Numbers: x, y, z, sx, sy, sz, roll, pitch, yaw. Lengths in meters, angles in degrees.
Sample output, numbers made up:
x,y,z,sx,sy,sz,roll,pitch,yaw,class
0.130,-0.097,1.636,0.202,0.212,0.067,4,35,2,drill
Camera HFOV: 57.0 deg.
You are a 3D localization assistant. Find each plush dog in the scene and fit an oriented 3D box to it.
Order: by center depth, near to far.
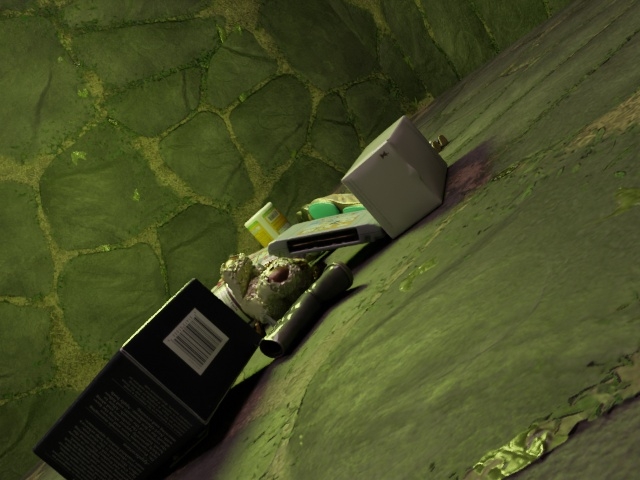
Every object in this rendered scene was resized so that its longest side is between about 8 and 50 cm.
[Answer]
x,y,z,sx,sy,sz,roll,pitch,yaw,class
-0.098,0.121,1.548,0.263,0.210,0.225,8,27,44,plush dog

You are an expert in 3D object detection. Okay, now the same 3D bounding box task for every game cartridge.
x,y,z,sx,sy,sz,roll,pitch,yaw,class
0.033,-0.023,1.507,0.298,0.062,0.198,-11,16,20,game cartridge

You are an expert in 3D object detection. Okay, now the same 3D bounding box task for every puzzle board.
x,y,z,sx,sy,sz,roll,pitch,yaw,class
-0.267,0.406,1.210,0.096,0.011,0.128,-42,7,-4,puzzle board

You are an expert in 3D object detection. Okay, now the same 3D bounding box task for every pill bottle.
x,y,z,sx,sy,sz,roll,pitch,yaw,class
-0.255,0.207,1.723,0.302,0.169,0.169,-41,7,5,pill bottle
-0.160,-0.013,2.251,0.136,0.245,0.136,-41,7,6,pill bottle

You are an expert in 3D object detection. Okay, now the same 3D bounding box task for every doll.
x,y,z,sx,sy,sz,roll,pitch,yaw,class
0.360,-0.307,2.049,0.129,0.046,0.189,-43,7,-22,doll

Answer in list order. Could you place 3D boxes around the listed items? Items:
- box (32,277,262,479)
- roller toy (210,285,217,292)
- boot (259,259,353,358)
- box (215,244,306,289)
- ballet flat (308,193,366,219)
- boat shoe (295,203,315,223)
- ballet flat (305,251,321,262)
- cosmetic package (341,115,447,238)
x,y,z,sx,sy,sz,roll,pitch,yaw,class
-0.357,0.323,1.244,0.395,0.212,0.293,-45,5,28,box
-0.354,0.266,1.999,0.209,0.146,0.191,-55,5,-39,roller toy
-0.033,0.149,1.261,0.208,0.076,0.189,-38,-11,-37,boot
-0.181,0.076,1.877,0.294,0.057,0.201,-27,16,10,box
0.094,-0.096,1.799,0.106,0.107,0.316,-36,27,-29,ballet flat
-0.007,-0.080,2.158,0.120,0.122,0.324,-28,1,-10,boat shoe
0.000,0.000,2.012,0.206,0.073,0.067,-45,5,-15,ballet flat
0.201,-0.174,1.488,0.155,0.197,0.365,-39,6,25,cosmetic package
